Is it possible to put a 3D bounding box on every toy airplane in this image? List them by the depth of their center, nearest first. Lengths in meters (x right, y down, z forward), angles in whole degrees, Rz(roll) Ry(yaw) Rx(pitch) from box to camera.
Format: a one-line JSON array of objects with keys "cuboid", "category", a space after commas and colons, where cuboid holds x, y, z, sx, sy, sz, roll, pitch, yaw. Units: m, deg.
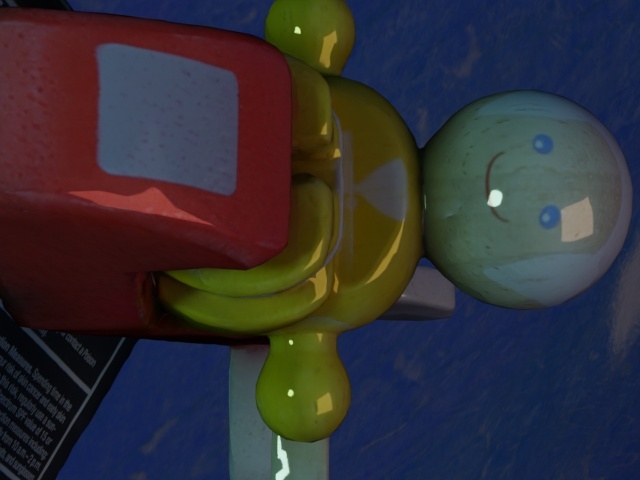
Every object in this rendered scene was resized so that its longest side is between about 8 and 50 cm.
[{"cuboid": [0.000, 0.000, 0.798, 0.384, 0.272, 0.386, -67, 146, -52], "category": "toy airplane"}]

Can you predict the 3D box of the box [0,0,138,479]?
[{"cuboid": [-0.232, 0.013, 0.879, 0.294, 0.182, 0.296, -59, 152, -17], "category": "box"}]
